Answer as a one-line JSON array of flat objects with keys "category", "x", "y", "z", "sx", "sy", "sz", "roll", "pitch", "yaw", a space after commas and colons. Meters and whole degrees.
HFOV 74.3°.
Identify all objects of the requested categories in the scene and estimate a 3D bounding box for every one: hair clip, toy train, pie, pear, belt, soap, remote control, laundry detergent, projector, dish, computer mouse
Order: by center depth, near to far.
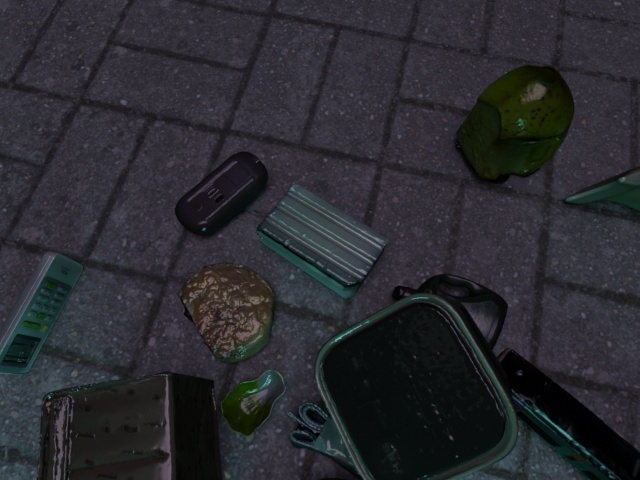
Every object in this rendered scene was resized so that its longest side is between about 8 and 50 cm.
[{"category": "projector", "x": 0.168, "y": 0.236, "z": 0.715, "sx": 0.249, "sy": 0.249, "sz": 0.248, "roll": -32, "pitch": 72, "yaw": 14}, {"category": "belt", "x": 0.064, "y": 0.408, "z": 0.786, "sx": 0.302, "sy": 0.072, "sz": 0.087, "roll": 30, "pitch": 71, "yaw": 11}, {"category": "toy train", "x": 0.485, "y": 0.371, "z": 0.787, "sx": 0.409, "sy": 0.089, "sz": 0.086, "roll": 40, "pitch": 65, "yaw": 14}, {"category": "dish", "x": -0.126, "y": 0.316, "z": 0.839, "sx": 0.137, "sy": 0.039, "sz": 0.091, "roll": -40, "pitch": 70, "yaw": -13}, {"category": "remote control", "x": -0.585, "y": 0.148, "z": 0.870, "sx": 0.034, "sy": 0.103, "sz": 0.250, "roll": 17, "pitch": 70, "yaw": 9}, {"category": "laundry detergent", "x": 0.262, "y": 0.136, "z": 0.881, "sx": 0.222, "sy": 0.078, "sz": 0.144, "roll": 25, "pitch": 75, "yaw": 11}, {"category": "pie", "x": -0.187, "y": 0.141, "z": 0.895, "sx": 0.185, "sy": 0.052, "sz": 0.218, "roll": -32, "pitch": 71, "yaw": -9}, {"category": "hair clip", "x": 0.727, "y": -0.113, "z": 0.927, "sx": 0.282, "sy": 0.172, "sz": 0.113, "roll": 18, "pitch": 79, "yaw": -3}, {"category": "soap", "x": 0.000, "y": 0.000, "z": 0.928, "sx": 0.262, "sy": 0.094, "sz": 0.150, "roll": 33, "pitch": 69, "yaw": 13}, {"category": "pear", "x": 0.465, "y": -0.266, "z": 0.931, "sx": 0.239, "sy": 0.255, "sz": 0.163, "roll": -14, "pitch": 69, "yaw": -10}, {"category": "computer mouse", "x": -0.228, "y": -0.110, "z": 0.983, "sx": 0.120, "sy": 0.057, "sz": 0.232, "roll": 43, "pitch": 79, "yaw": 14}]

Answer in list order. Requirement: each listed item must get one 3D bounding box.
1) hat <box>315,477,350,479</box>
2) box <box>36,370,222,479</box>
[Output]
[{"category": "hat", "x": 0.032, "y": 0.513, "z": 0.736, "sx": 0.206, "sy": 0.089, "sz": 0.205, "roll": -1, "pitch": 82, "yaw": 10}, {"category": "box", "x": -0.287, "y": 0.349, "z": 0.696, "sx": 0.191, "sy": 0.297, "sz": 0.225, "roll": -8, "pitch": 70, "yaw": -5}]
